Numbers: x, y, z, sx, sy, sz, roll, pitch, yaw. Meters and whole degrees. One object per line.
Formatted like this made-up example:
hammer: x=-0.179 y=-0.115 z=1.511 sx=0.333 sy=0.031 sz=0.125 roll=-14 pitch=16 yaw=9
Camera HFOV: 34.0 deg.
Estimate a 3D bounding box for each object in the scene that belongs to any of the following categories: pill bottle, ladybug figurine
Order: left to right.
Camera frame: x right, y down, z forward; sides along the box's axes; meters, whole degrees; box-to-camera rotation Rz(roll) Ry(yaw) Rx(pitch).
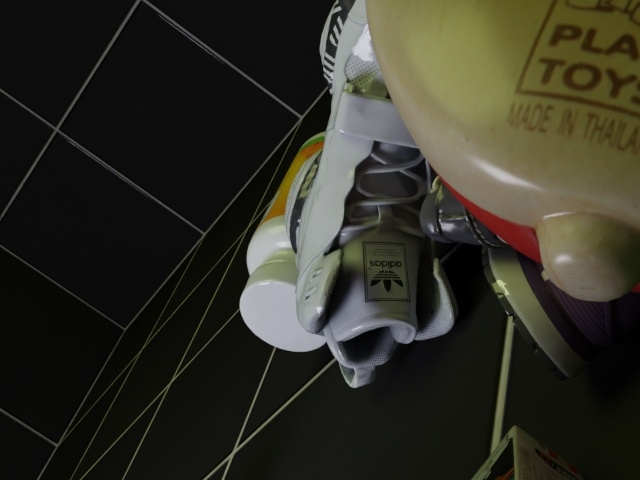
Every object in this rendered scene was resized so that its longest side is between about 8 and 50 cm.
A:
pill bottle: x=0.000 y=0.000 z=1.152 sx=0.136 sy=0.136 sz=0.246 roll=-44 pitch=15 yaw=43
ladybug figurine: x=0.189 y=-0.138 z=0.501 sx=0.449 sy=0.305 sz=0.162 roll=-56 pitch=-29 yaw=-30

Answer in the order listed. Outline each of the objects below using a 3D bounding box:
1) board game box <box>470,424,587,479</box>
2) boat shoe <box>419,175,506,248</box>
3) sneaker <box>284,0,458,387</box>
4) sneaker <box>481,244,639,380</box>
board game box: x=0.014 y=0.228 z=0.465 sx=0.305 sy=0.053 sz=0.193 roll=-53 pitch=-9 yaw=5
boat shoe: x=0.113 y=-0.073 z=0.618 sx=0.065 sy=0.075 sz=0.206 roll=-13 pitch=35 yaw=39
sneaker: x=0.061 y=-0.049 z=0.848 sx=0.366 sy=0.137 sz=0.210 roll=109 pitch=160 yaw=-44
sneaker: x=0.173 y=-0.025 z=0.665 sx=0.124 sy=0.107 sz=0.283 roll=-35 pitch=20 yaw=17
